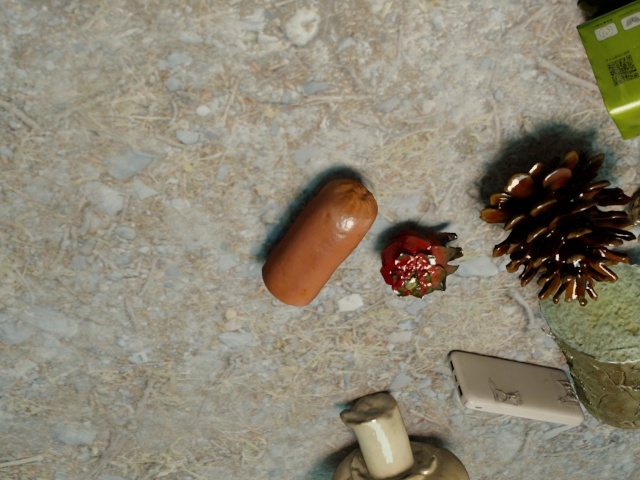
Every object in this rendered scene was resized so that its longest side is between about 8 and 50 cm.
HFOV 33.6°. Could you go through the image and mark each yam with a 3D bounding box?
[{"bbox_3d":[0.569,0.209,2.044,0.241,0.241,0.348,-21,138,9],"label":"yam"}]

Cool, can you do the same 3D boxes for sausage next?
[{"bbox_3d":[0.000,0.000,1.830,0.113,0.114,0.259,19,127,-26],"label":"sausage"}]

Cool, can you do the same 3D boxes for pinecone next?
[{"bbox_3d":[0.414,-0.014,1.804,0.264,0.264,0.264,-5,133,-6],"label":"pinecone"}]

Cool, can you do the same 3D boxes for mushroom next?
[{"bbox_3d":[0.149,0.492,2.225,0.314,0.314,0.336,-16,112,5],"label":"mushroom"}]

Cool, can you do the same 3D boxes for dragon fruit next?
[{"bbox_3d":[0.175,0.041,1.896,0.130,0.121,0.142,-8,171,41],"label":"dragon fruit"}]

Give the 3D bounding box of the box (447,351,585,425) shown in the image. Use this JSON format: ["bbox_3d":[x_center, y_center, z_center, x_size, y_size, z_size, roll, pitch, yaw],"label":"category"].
[{"bbox_3d":[0.398,0.301,2.154,0.285,0.142,0.044,12,128,-20],"label":"box"}]

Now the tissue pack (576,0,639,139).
[{"bbox_3d":[0.546,-0.281,1.571,0.274,0.167,0.200,-20,168,19],"label":"tissue pack"}]

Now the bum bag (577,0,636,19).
[{"bbox_3d":[0.496,-0.395,1.586,0.232,0.060,0.107,-19,135,7],"label":"bum bag"}]

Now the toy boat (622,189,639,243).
[{"bbox_3d":[0.642,-0.047,1.826,0.089,0.115,0.310,24,160,-25],"label":"toy boat"}]
